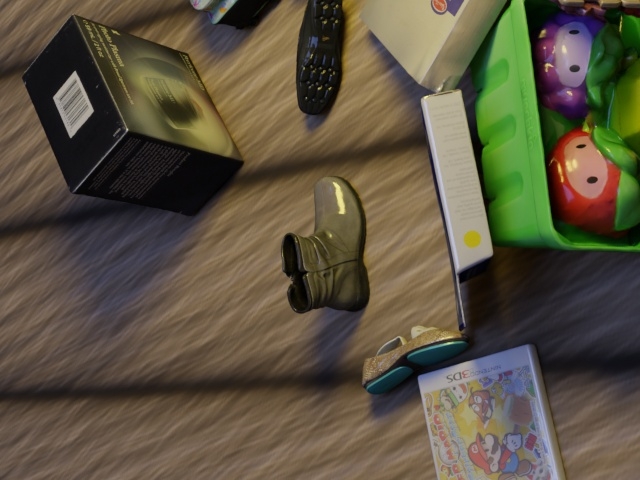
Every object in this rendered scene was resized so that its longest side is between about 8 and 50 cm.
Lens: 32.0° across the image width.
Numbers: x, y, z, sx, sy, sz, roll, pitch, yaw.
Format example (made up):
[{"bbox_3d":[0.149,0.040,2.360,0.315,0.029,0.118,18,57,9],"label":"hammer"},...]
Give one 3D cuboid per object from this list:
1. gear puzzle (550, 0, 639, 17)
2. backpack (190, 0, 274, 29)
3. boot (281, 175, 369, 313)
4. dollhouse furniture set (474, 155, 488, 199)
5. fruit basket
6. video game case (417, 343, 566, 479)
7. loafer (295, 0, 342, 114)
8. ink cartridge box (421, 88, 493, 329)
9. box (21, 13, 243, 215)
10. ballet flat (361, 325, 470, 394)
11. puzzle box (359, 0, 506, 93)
[{"bbox_3d":[0.430,-0.329,1.439,0.175,0.339,0.044,-107,21,-46],"label":"gear puzzle"},{"bbox_3d":[-0.174,-0.506,2.056,0.166,0.144,0.188,-43,56,34],"label":"backpack"},{"bbox_3d":[0.000,0.000,1.826,0.083,0.161,0.246,-20,71,36],"label":"boot"},{"bbox_3d":[0.272,-0.135,1.682,0.076,0.059,0.151,-2,83,40],"label":"dollhouse furniture set"},{"bbox_3d":[0.400,-0.165,1.467,0.392,0.283,0.392,-6,83,57],"label":"fruit basket"},{"bbox_3d":[0.252,0.288,1.664,0.206,0.026,0.227,-22,71,36],"label":"video game case"},{"bbox_3d":[-0.003,-0.330,1.940,0.078,0.076,0.223,-145,61,-75],"label":"loafer"},{"bbox_3d":[0.201,-0.030,1.575,0.072,0.303,0.307,-12,84,5],"label":"ink cartridge box"},{"bbox_3d":[-0.343,-0.227,2.058,0.183,0.294,0.296,-43,60,25],"label":"box"},{"bbox_3d":[0.141,0.172,1.748,0.206,0.073,0.067,-30,52,30],"label":"ballet flat"},{"bbox_3d":[0.183,-0.393,1.665,0.272,0.052,0.409,-59,21,17],"label":"puzzle box"}]
